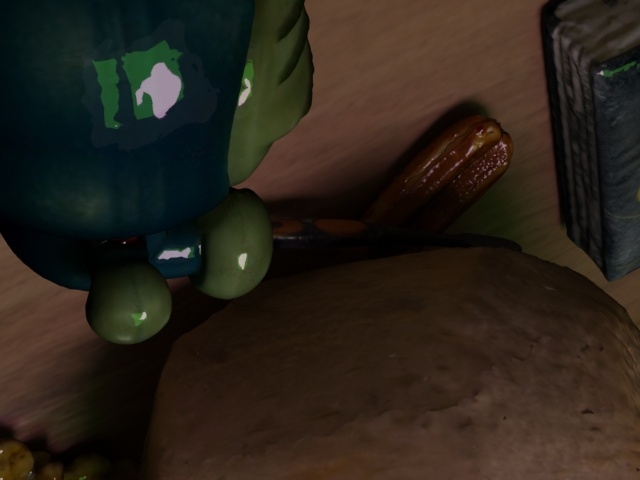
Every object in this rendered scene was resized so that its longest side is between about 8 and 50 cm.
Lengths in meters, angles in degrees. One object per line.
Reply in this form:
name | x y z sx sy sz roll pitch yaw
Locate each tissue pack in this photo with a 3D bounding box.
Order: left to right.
tissue pack | 0.261 -0.100 1.015 0.185 0.081 0.257 -31 144 -9

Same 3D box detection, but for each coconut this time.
coconut | 0.047 0.200 0.950 0.415 0.415 0.344 -52 172 20

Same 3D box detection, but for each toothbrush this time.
toothbrush | 0.001 -0.002 0.915 0.321 0.023 0.031 7 123 -32

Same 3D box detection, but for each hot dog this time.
hot dog | 0.071 -0.030 0.970 0.144 0.038 0.062 -45 134 16

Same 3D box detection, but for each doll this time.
doll | -0.100 -0.078 0.642 0.186 0.198 0.322 -11 148 -13

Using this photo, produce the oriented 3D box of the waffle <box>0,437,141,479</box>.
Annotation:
waffle | -0.263 0.253 0.993 0.301 0.058 0.281 -46 145 13
